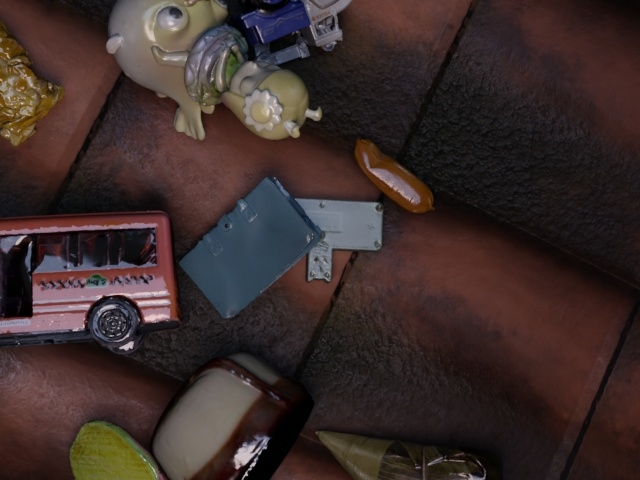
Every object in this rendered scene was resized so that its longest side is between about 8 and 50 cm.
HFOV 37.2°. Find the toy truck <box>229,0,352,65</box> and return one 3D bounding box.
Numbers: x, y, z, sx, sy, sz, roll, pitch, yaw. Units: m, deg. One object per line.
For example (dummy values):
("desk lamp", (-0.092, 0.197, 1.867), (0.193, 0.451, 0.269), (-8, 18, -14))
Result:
("toy truck", (-0.042, -0.398, 1.636), (0.213, 0.161, 0.177), (-24, 107, -9))

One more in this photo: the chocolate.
("chocolate", (-0.153, 0.302, 1.504), (0.186, 0.283, 0.283), (32, 82, 13))

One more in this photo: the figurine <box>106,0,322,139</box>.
("figurine", (-0.168, -0.262, 1.550), (0.394, 0.274, 0.227), (32, 45, 22))

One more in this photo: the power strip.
("power strip", (0.000, 0.000, 1.633), (0.216, 0.061, 0.145), (2, 84, -5))

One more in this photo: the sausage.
("sausage", (0.125, -0.108, 1.662), (0.183, 0.054, 0.062), (38, 50, 1))

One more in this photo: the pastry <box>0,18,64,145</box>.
("pastry", (-0.555, -0.282, 1.579), (0.154, 0.102, 0.250), (-45, 92, -7))

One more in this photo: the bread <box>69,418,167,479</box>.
("bread", (-0.312, 0.382, 1.502), (0.033, 0.228, 0.228), (-30, 88, -45))

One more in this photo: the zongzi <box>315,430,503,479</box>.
("zongzi", (0.132, 0.472, 1.578), (0.318, 0.154, 0.289), (6, 87, 14))

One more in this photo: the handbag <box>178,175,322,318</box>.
("handbag", (-0.118, 0.012, 1.588), (0.221, 0.057, 0.144), (-44, 81, 15))

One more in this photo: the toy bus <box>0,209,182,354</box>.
("toy bus", (-0.438, 0.069, 1.510), (0.427, 0.203, 0.232), (-3, 80, -8))
